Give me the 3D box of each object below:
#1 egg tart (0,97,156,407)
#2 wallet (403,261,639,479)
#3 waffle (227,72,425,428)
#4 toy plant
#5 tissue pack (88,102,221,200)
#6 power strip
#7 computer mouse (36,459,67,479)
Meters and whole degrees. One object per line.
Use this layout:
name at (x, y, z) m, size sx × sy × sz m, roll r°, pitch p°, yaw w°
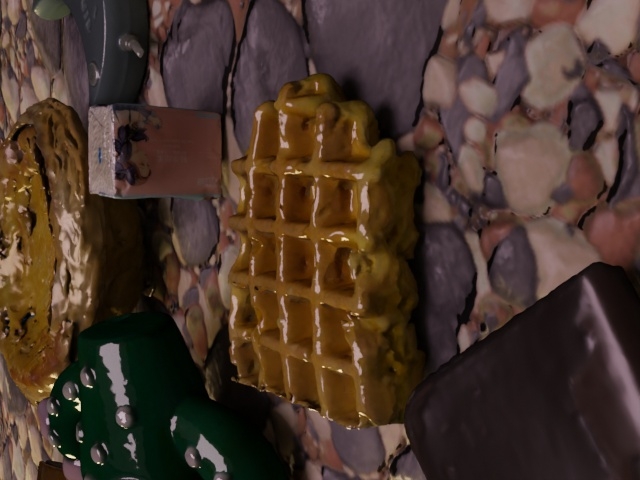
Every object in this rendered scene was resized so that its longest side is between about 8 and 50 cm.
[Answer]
egg tart at (-0.232, 0.015, 0.907) m, size 0.291 × 0.107 × 0.290 m, roll 4°, pitch 95°, yaw 58°
wallet at (0.149, 0.179, 0.446) m, size 0.165 × 0.042 × 0.309 m, roll -48°, pitch 58°, yaw 44°
waffle at (0.000, 0.000, 0.618) m, size 0.160 × 0.055 × 0.210 m, roll 10°, pitch 102°, yaw 54°
toy plant at (-0.125, 0.178, 0.759) m, size 0.232 × 0.112 × 0.243 m, roll -36°, pitch 84°, yaw 43°
tissue pack at (-0.126, -0.067, 0.749) m, size 0.059 × 0.094 × 0.074 m, roll 4°, pitch 95°, yaw 55°
power strip at (-0.204, -0.206, 0.883) m, size 0.216 × 0.044 × 0.137 m, roll 53°, pitch 133°, yaw 37°
computer mouse at (-0.232, 0.303, 0.975) m, size 0.310 × 0.072 × 0.158 m, roll -11°, pitch 84°, yaw 55°
